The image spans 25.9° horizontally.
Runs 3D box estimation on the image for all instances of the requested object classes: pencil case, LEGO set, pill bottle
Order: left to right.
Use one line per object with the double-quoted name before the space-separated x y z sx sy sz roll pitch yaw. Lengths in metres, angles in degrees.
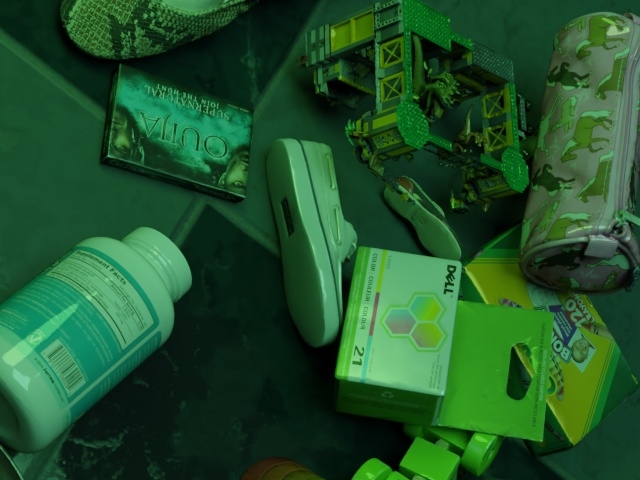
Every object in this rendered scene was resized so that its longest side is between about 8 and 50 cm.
"pill bottle" -0.257 0.094 1.480 0.146 0.146 0.264 53 54 -6
"LEGO set" 0.109 -0.162 1.796 0.331 0.192 0.255 7 72 -49
"pencil case" 0.361 -0.120 1.834 0.160 0.167 0.386 55 41 -51

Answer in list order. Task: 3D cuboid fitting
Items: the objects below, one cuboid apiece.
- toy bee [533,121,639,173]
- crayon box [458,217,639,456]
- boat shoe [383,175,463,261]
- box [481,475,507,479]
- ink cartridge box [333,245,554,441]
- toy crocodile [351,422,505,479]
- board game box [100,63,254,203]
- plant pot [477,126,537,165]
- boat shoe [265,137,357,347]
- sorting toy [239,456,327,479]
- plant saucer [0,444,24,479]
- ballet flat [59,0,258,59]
"toy bee" 0.466 -0.188 2.057 0.195 0.298 0.162 -100 164 -55
"crayon box" 0.288 0.126 1.854 0.165 0.081 0.278 -33 92 -37
"boat shoe" 0.142 -0.030 1.835 0.137 0.049 0.043 46 38 4
"box" 0.228 0.397 1.674 0.156 0.093 0.158 -58 136 -32
"ink cartridge box" 0.156 0.124 1.683 0.255 0.097 0.189 8 59 5
"toy crocodile" 0.125 0.291 1.685 0.115 0.105 0.340 27 50 23
"board game box" -0.171 -0.128 1.689 0.186 0.026 0.126 16 65 -27
"plant pot" 0.263 -0.137 1.943 0.083 0.083 0.079 -33 81 -36
"boat shoe" 0.000 0.000 1.715 0.088 0.096 0.268 -2 66 -28
"sorting toy" -0.115 0.320 1.503 0.365 0.126 0.127 -14 81 -36
"plant saucer" -0.428 0.307 1.355 0.310 0.050 0.311 12 66 -29
"ballet flat" -0.098 -0.365 1.725 0.482 0.182 0.164 -26 89 -36
